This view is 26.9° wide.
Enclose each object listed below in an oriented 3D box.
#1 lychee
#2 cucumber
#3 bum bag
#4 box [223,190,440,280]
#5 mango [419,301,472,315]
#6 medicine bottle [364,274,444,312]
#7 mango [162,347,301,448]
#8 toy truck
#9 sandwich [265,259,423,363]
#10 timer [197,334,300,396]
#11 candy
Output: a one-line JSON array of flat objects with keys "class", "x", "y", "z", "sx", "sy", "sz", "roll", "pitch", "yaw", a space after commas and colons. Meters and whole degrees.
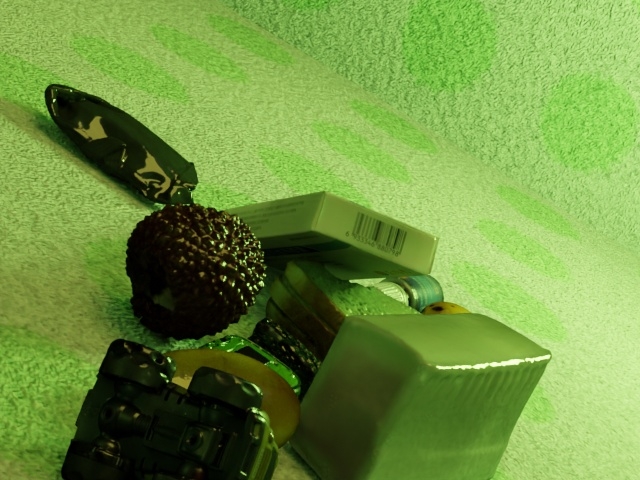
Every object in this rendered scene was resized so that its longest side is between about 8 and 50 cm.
[{"class": "lychee", "x": -0.156, "y": 0.036, "z": 1.694, "sx": 0.188, "sy": 0.188, "sz": 0.188, "roll": 27, "pitch": 18, "yaw": -9}, {"class": "cucumber", "x": -0.025, "y": 0.173, "z": 1.770, "sx": 0.187, "sy": 0.058, "sz": 0.058, "roll": 43, "pitch": 21, "yaw": 32}, {"class": "bum bag", "x": -0.322, "y": -0.152, "z": 2.165, "sx": 0.326, "sy": 0.080, "sz": 0.142, "roll": 38, "pitch": 26, "yaw": 13}, {"class": "box", "x": 0.000, "y": 0.000, "z": 1.990, "sx": 0.200, "sy": 0.065, "sz": 0.343, "roll": 21, "pitch": -13, "yaw": -25}, {"class": "mango", "x": 0.223, "y": 0.156, "z": 2.159, "sx": 0.178, "sy": 0.090, "sz": 0.115, "roll": 19, "pitch": 30, "yaw": -42}, {"class": "medicine bottle", "x": 0.125, "y": 0.099, "z": 2.171, "sx": 0.083, "sy": 0.083, "sz": 0.203, "roll": 38, "pitch": 21, "yaw": 23}, {"class": "mango", "x": -0.127, "y": 0.182, "z": 1.525, "sx": 0.227, "sy": 0.099, "sz": 0.136, "roll": 10, "pitch": 32, "yaw": -29}, {"class": "toy truck", "x": -0.133, "y": 0.200, "z": 1.321, "sx": 0.224, "sy": 0.147, "sz": 0.165, "roll": 10, "pitch": -17, "yaw": 34}, {"class": "sandwich", "x": 0.074, "y": 0.133, "z": 1.963, "sx": 0.254, "sy": 0.100, "sz": 0.288, "roll": 42, "pitch": 22, "yaw": 32}, {"class": "timer", "x": -0.093, "y": 0.169, "z": 1.682, "sx": 0.128, "sy": 0.047, "sz": 0.140, "roll": 34, "pitch": 18, "yaw": 15}, {"class": "candy", "x": 0.134, "y": 0.204, "z": 1.697, "sx": 0.145, "sy": 0.208, "sz": 0.358, "roll": 33, "pitch": 18, "yaw": 31}]
